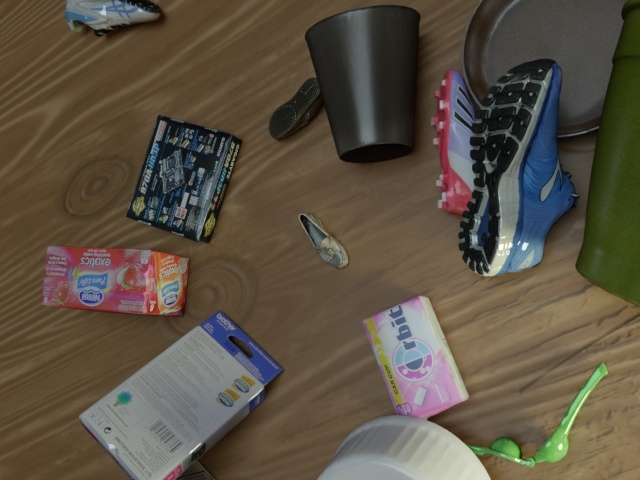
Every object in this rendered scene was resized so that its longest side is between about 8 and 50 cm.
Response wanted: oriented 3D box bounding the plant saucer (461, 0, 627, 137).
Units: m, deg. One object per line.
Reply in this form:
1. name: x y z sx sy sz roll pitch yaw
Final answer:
1. plant saucer: 0.385 -0.309 1.083 0.311 0.050 0.310 -4 81 23

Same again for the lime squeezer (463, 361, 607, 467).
1. lime squeezer: 0.295 0.290 1.015 0.310 0.059 0.109 -23 85 14

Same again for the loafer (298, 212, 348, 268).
1. loafer: 0.000 0.000 1.208 0.045 0.039 0.125 -43 68 11

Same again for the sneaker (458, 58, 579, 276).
1. sneaker: 0.313 -0.107 1.032 0.130 0.147 0.329 -146 62 -61

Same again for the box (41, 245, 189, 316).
1. box: -0.401 0.080 1.325 0.257 0.128 0.122 2 82 23

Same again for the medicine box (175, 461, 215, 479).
1. medicine box: -0.244 0.572 1.167 0.289 0.149 0.263 38 98 24

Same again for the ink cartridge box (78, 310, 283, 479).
1. ink cartridge box: -0.236 0.279 1.194 0.186 0.065 0.311 37 59 24

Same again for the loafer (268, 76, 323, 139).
1. loafer: -0.038 -0.240 1.260 0.148 0.050 0.056 -38 65 31

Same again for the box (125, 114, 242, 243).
1. box: -0.270 -0.122 1.333 0.175 0.051 0.220 17 89 20

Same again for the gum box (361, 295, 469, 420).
1. gum box: 0.156 0.197 1.096 0.107 0.062 0.188 -26 73 18

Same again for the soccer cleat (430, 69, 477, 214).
1. soccer cleat: 0.238 -0.162 1.118 0.095 0.083 0.248 1 77 -3

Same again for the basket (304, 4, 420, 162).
1. basket: 0.081 -0.257 1.157 0.204 0.154 0.226 -7 82 19

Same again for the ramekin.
1. ramekin: 0.113 0.415 1.008 0.277 0.135 0.277 3 96 26

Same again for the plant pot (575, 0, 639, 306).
1. plant pot: 0.504 -0.077 0.858 0.367 0.366 0.352 23 104 25

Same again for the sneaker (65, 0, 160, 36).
1. sneaker: -0.448 -0.487 1.469 0.237 0.085 0.086 9 112 21
